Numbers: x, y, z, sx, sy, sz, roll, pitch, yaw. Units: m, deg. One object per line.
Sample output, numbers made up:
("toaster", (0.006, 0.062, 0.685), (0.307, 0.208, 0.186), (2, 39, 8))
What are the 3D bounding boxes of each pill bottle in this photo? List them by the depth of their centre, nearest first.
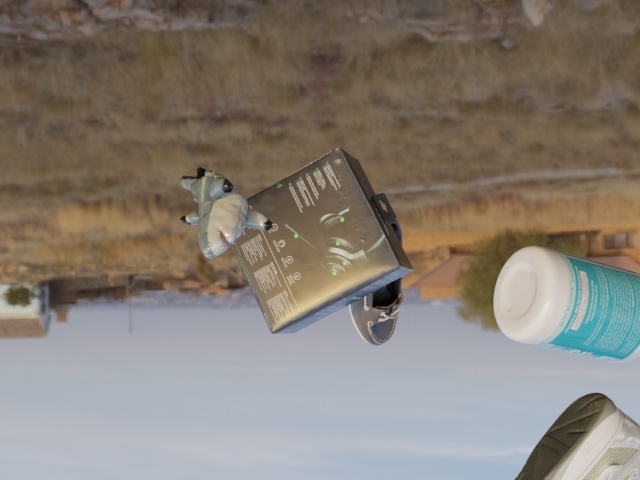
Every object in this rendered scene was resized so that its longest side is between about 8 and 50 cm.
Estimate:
("pill bottle", (0.409, 0.104, 1.174), (0.264, 0.146, 0.146), (14, 171, -19))

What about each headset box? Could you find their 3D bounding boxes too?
("headset box", (0.000, 0.000, 1.410), (0.283, 0.246, 0.131), (-30, 167, 13))

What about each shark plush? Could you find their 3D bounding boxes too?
("shark plush", (-0.120, -0.041, 0.788), (0.161, 0.067, 0.073), (43, 178, 43))

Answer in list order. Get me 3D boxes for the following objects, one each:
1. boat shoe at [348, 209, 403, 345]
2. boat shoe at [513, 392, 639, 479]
("boat shoe", (0.125, 0.090, 1.630), (0.112, 0.335, 0.096), (-25, -149, -33))
("boat shoe", (0.260, 0.328, 0.896), (0.103, 0.320, 0.118), (38, 177, -3))
